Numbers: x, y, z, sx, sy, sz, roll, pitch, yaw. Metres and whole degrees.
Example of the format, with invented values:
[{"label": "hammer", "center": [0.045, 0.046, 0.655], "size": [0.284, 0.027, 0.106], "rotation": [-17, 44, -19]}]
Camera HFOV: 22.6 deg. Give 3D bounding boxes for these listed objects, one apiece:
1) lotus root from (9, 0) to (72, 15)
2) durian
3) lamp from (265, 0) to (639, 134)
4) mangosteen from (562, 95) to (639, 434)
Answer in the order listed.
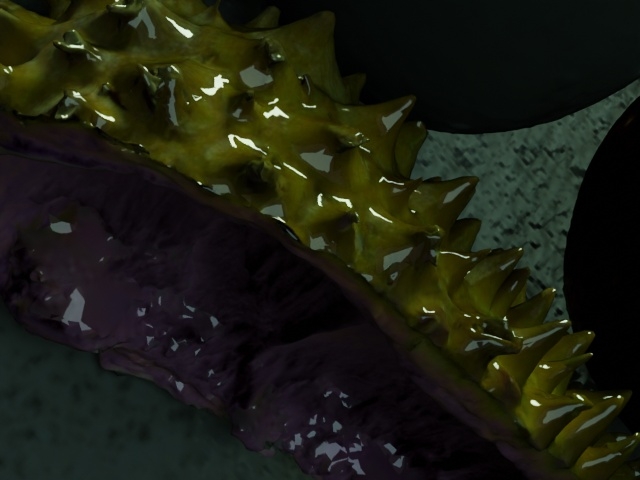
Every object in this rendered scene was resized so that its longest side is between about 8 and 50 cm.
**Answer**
[{"label": "lotus root", "center": [-0.121, -0.122, 0.544], "size": [0.165, 0.088, 0.088], "rotation": [-2, 89, -26]}, {"label": "durian", "center": [0.000, 0.001, 0.555], "size": [0.341, 0.191, 0.112], "rotation": [34, 58, -20]}, {"label": "lamp", "center": [0.037, -0.184, 0.613], "size": [0.182, 0.182, 0.314], "rotation": [-6, 57, -27]}, {"label": "mangosteen", "center": [0.188, 0.027, 0.652], "size": [0.192, 0.217, 0.192], "rotation": [2, 57, -4]}]
